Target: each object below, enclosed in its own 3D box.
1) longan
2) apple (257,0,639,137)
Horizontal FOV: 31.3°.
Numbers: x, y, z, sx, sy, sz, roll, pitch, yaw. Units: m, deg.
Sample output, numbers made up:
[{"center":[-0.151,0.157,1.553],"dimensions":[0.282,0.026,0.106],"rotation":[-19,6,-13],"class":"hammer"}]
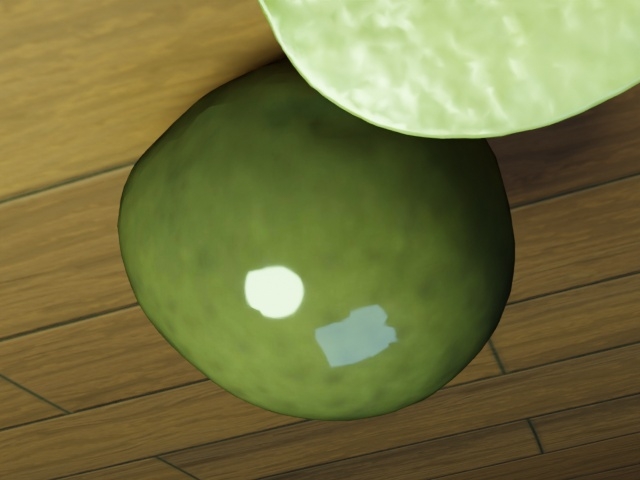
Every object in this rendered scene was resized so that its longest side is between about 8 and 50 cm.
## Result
[{"center":[0.000,0.000,0.761],"dimensions":[0.258,0.258,0.258],"rotation":[-8,155,-4],"class":"longan"},{"center":[0.019,-0.200,0.360],"dimensions":[0.295,0.233,0.258],"rotation":[23,121,-33],"class":"apple"}]
